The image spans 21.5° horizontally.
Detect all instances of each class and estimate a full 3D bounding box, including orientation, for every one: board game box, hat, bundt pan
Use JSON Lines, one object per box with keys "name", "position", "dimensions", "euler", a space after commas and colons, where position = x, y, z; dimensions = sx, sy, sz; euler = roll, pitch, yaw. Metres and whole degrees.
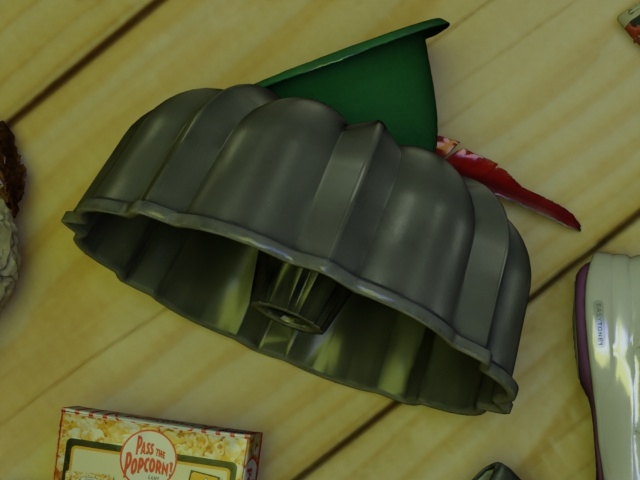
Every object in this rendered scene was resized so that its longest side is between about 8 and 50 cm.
{"name": "board game box", "position": [-0.128, 0.227, 1.234], "dimensions": [0.146, 0.045, 0.193], "euler": [8, 88, 11]}
{"name": "hat", "position": [0.048, -0.048, 1.212], "dimensions": [0.208, 0.173, 0.183], "euler": [-19, 93, 19]}
{"name": "bundt pan", "position": [0.000, 0.000, 1.150], "dimensions": [0.331, 0.331, 0.124], "euler": [21, 75, 9]}

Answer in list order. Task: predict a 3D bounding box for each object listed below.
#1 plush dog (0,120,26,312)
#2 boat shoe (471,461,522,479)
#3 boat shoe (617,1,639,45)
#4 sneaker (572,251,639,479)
{"name": "plush dog", "position": [-0.336, -0.007, 1.269], "dimensions": [0.225, 0.210, 0.262], "euler": [20, 91, -14]}
{"name": "boat shoe", "position": [0.039, 0.289, 1.187], "dimensions": [0.335, 0.121, 0.119], "euler": [-40, 90, -22]}
{"name": "boat shoe", "position": [0.281, -0.194, 1.237], "dimensions": [0.137, 0.049, 0.043], "euler": [-44, 80, 10]}
{"name": "sneaker", "position": [0.265, 0.153, 1.190], "dimensions": [0.152, 0.114, 0.305], "euler": [-7, 87, 9]}
